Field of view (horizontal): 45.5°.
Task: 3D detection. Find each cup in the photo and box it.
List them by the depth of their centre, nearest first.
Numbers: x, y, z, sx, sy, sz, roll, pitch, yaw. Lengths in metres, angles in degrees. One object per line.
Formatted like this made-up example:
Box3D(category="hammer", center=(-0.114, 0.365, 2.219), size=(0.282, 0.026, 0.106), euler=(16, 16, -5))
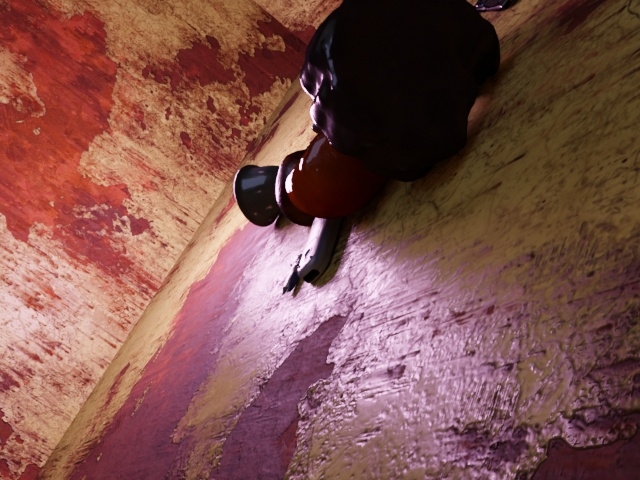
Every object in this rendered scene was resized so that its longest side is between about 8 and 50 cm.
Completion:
Box3D(category="cup", center=(-0.139, -0.153, 2.300), size=(0.150, 0.199, 0.199), euler=(-16, 36, 37))

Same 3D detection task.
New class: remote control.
Box3D(category="remote control", center=(0.000, 0.000, 1.718), size=(0.087, 0.047, 0.244), euler=(-38, 22, 36))
Box3D(category="remote control", center=(0.412, -0.564, 1.796), size=(0.059, 0.028, 0.212), euler=(-50, 15, 6))

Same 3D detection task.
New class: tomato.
Box3D(category="tomato", center=(0.045, -0.154, 1.657), size=(0.260, 0.180, 0.260), euler=(-45, 5, 5))

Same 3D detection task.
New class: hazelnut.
Box3D(category="hazelnut", center=(-0.035, -0.137, 1.978), size=(0.170, 0.161, 0.201), euler=(-64, -23, -78))

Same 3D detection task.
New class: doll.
Box3D(category="doll", center=(-0.061, 0.078, 1.760), size=(0.037, 0.027, 0.125), euler=(-27, 28, 44))

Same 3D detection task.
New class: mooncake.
Box3D(category="mooncake", center=(0.147, -0.314, 1.475), size=(0.381, 0.350, 0.212), euler=(-49, 2, -26))

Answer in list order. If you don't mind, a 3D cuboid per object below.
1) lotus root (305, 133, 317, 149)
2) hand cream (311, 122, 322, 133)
Box3D(category="lotus root", center=(0.039, -0.248, 2.136), size=(0.329, 0.078, 0.167), euler=(-49, 38, 9))
Box3D(category="hand cream", center=(0.041, -0.361, 1.764), size=(0.088, 0.055, 0.256), euler=(-23, 44, 65))
